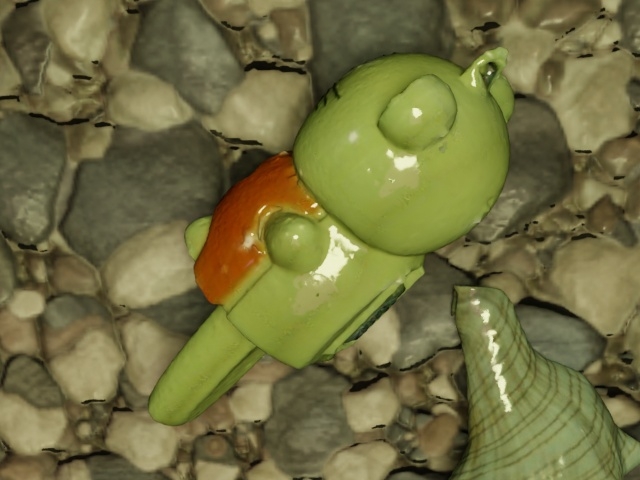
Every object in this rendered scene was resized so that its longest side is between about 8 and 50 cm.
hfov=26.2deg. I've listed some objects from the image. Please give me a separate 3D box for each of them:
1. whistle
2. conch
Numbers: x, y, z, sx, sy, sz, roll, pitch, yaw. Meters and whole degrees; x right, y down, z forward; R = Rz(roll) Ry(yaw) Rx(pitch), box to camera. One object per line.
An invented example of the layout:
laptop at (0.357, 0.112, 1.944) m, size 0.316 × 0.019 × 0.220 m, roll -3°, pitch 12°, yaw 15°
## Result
whistle at (0.000, 0.000, 0.738) m, size 0.288 × 0.131 × 0.106 m, roll -45°, pitch 78°, yaw 24°
conch at (0.137, 0.153, 0.819) m, size 0.137 × 0.114 × 0.234 m, roll 3°, pitch 112°, yaw -15°
